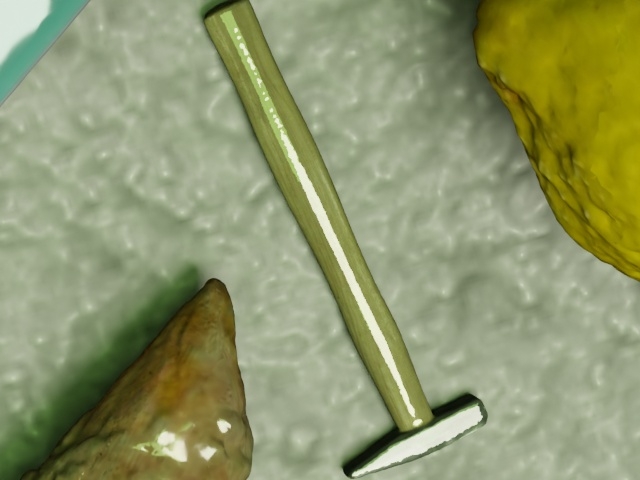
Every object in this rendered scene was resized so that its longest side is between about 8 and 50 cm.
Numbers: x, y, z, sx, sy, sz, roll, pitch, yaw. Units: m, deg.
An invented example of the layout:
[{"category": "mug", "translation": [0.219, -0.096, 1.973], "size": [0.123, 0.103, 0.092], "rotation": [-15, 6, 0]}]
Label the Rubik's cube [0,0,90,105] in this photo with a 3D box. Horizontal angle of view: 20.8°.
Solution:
[{"category": "Rubik's cube", "translation": [-0.127, -0.244, 0.409], "size": [0.387, 0.368, 0.358], "rotation": [-48, 127, 3]}]

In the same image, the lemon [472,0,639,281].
[{"category": "lemon", "translation": [0.179, -0.072, 0.612], "size": [0.260, 0.204, 0.204], "rotation": [-7, 101, -16]}]

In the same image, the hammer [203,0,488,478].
[{"category": "hammer", "translation": [0.000, 0.000, 0.680], "size": [0.062, 0.013, 0.199], "rotation": [-27, 104, -7]}]

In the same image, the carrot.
[{"category": "carrot", "translation": [-0.081, 0.139, 0.656], "size": [0.102, 0.102, 0.263], "rotation": [21, 89, -15]}]
